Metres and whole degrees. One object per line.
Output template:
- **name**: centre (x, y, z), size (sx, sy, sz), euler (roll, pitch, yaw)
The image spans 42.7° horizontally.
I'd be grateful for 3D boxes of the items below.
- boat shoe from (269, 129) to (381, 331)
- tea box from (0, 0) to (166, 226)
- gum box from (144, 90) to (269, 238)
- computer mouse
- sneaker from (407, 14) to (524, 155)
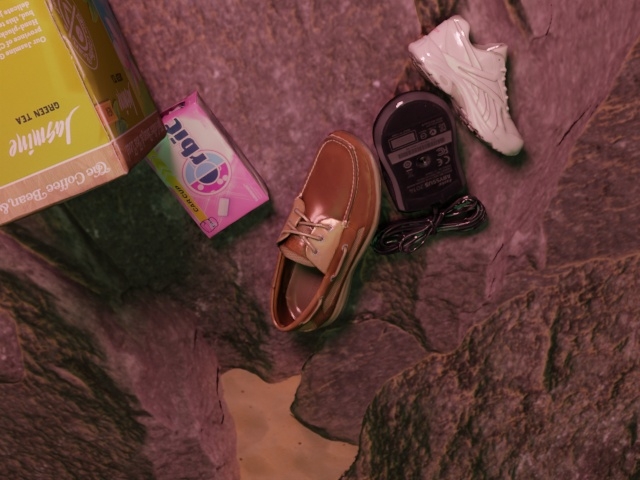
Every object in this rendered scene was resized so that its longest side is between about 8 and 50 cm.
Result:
- **boat shoe**: centre (0.000, 0.000, 1.193), size (0.123, 0.116, 0.324), euler (25, 117, 30)
- **tea box**: centre (-0.352, -0.204, 0.921), size (0.220, 0.329, 0.323), euler (-21, 105, 2)
- **gum box**: centre (-0.171, -0.111, 1.168), size (0.107, 0.062, 0.188), euler (-33, 115, 8)
- **computer mouse**: centre (0.139, -0.112, 1.214), size (0.189, 0.072, 0.272), euler (-17, 129, -2)
- **sneaker**: centre (0.234, -0.220, 1.160), size (0.115, 0.090, 0.232), euler (-41, 115, 8)
